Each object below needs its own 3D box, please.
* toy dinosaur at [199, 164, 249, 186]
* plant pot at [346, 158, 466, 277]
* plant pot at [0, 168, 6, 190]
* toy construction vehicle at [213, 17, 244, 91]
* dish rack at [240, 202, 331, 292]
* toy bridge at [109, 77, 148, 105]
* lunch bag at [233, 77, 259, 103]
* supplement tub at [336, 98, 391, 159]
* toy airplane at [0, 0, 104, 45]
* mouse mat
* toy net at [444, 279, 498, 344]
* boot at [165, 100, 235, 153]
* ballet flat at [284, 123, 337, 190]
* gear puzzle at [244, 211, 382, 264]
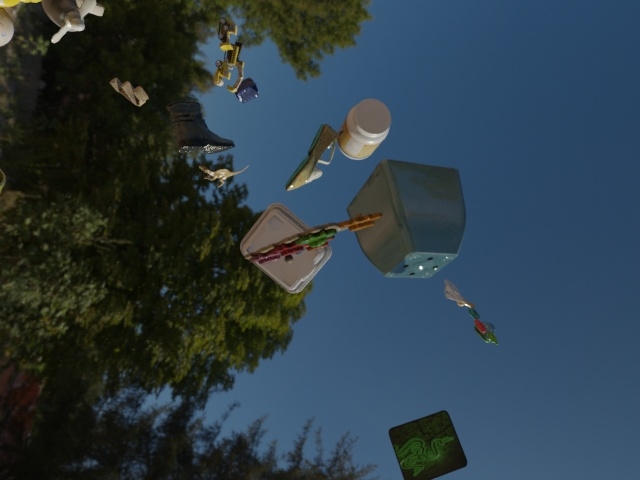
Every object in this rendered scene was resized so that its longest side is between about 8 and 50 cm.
[{"bbox_3d":[-0.351,-0.236,1.586,0.093,0.183,0.053,-35,-115,53],"label":"toy dinosaur"},{"bbox_3d":[0.247,-0.037,1.202,0.247,0.248,0.252,124,-37,-53],"label":"plant pot"},{"bbox_3d":[-0.969,-0.057,1.075,0.293,0.275,0.275,-63,-147,16],"label":"plant pot"},{"bbox_3d":[-0.146,-0.298,0.719,0.086,0.035,0.098,-92,-167,-80],"label":"toy construction vehicle"},{"bbox_3d":[-0.152,0.041,1.824,0.285,0.333,0.072,-50,-179,13],"label":"dish rack"},{"bbox_3d":[-0.508,-0.395,1.184,0.026,0.063,0.188,-46,-133,-16],"label":"toy bridge"},{"bbox_3d":[-0.301,-0.613,1.783,0.098,0.067,0.065,-29,-118,-10],"label":"lunch bag"},{"bbox_3d":[0.144,-0.370,1.472,0.200,0.144,0.144,137,-35,-73],"label":"supplement tub"},{"bbox_3d":[-0.662,-0.521,0.847,0.384,0.386,0.272,-132,-131,-70],"label":"toy airplane"},{"bbox_3d":[0.296,0.569,1.208,0.007,0.190,0.152,104,-30,-63],"label":"mouse mat"},{"bbox_3d":[0.447,0.221,1.339,0.232,0.122,0.045,47,-65,8],"label":"toy net"},{"bbox_3d":[-0.380,-0.372,1.428,0.084,0.246,0.161,-12,-89,30],"label":"boot"},{"bbox_3d":[-0.022,-0.335,1.859,0.123,0.123,0.348,3,-120,57],"label":"ballet flat"},{"bbox_3d":[0.000,0.000,0.941,0.339,0.176,0.044,-21,-96,42],"label":"gear puzzle"}]
